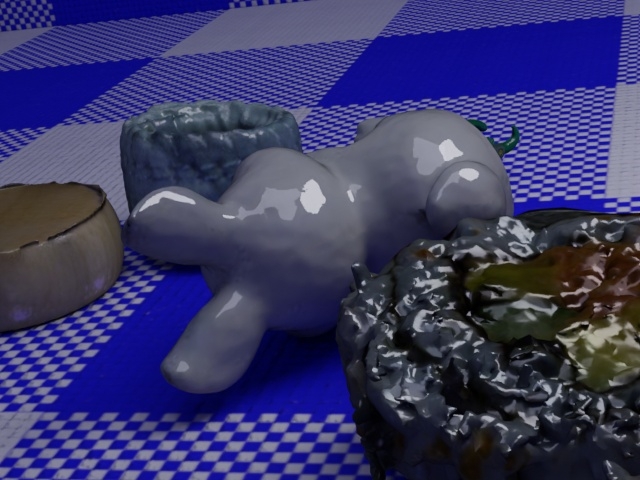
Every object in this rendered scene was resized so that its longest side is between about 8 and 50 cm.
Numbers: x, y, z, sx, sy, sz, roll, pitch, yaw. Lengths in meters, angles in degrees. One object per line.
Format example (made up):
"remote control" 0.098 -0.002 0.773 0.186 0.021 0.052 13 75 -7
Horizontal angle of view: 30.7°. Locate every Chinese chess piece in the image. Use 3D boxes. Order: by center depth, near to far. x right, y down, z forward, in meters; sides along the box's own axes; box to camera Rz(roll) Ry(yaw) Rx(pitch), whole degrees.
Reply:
"Chinese chess piece" -0.362 0.014 1.382 0.257 0.104 0.257 -8 22 3

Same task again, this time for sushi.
"sushi" 0.204 0.094 0.865 0.417 0.176 0.417 -6 21 2

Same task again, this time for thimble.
"thimble" -0.135 -0.074 1.437 0.250 0.172 0.205 8 22 31

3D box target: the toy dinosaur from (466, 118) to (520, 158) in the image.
"toy dinosaur" 0.202 -0.113 1.489 0.132 0.096 0.059 -22 26 -23

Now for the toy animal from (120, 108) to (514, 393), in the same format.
"toy animal" -0.001 -0.001 1.104 0.367 0.196 0.241 -19 5 -17
